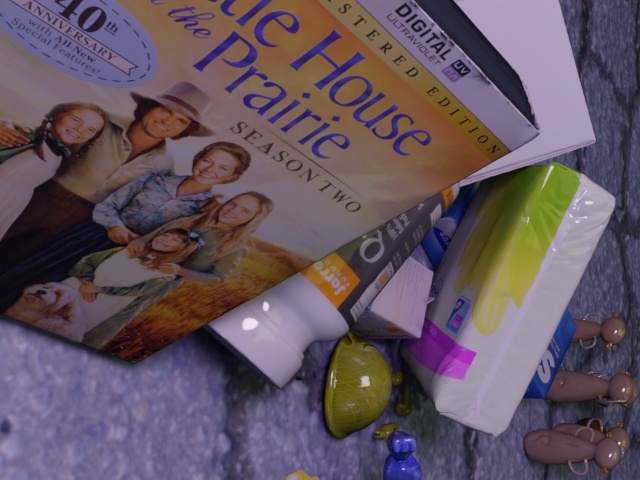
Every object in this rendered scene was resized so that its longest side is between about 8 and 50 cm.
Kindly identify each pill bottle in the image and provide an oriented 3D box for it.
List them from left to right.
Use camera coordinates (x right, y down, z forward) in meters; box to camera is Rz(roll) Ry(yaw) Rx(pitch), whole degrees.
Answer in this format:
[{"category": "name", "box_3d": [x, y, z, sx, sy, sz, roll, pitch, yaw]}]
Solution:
[{"category": "pill bottle", "box_3d": [0.000, 0.000, 0.716, 0.278, 0.162, 0.162, -50, 121, -14]}]

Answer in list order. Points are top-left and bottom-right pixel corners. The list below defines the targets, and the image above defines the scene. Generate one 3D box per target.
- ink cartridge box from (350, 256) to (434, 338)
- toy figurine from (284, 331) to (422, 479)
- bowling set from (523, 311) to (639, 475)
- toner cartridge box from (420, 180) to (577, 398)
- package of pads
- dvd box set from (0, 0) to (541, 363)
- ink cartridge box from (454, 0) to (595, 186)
[{"category": "ink cartridge box", "box_3d": [0.064, 0.061, 0.862, 0.143, 0.092, 0.089, 33, 63, -37]}, {"category": "toy figurine", "box_3d": [0.100, 0.290, 0.779, 0.191, 0.217, 0.362, 33, 63, -38]}, {"category": "bowling set", "box_3d": [0.477, 0.280, 1.204, 0.200, 0.154, 0.286, 40, 59, -34]}, {"category": "toner cartridge box", "box_3d": [0.274, 0.061, 1.086, 0.165, 0.075, 0.347, -51, 119, -38]}, {"category": "package of pads", "box_3d": [0.210, 0.055, 0.857, 0.101, 0.229, 0.296, 25, 94, -5]}, {"category": "dvd box set", "box_3d": [-0.115, -0.059, 0.474, 0.308, 0.421, 0.062, 33, 40, -39]}, {"category": "ink cartridge box", "box_3d": [0.196, -0.200, 0.882, 0.270, 0.197, 0.198, -59, 130, -70]}]
